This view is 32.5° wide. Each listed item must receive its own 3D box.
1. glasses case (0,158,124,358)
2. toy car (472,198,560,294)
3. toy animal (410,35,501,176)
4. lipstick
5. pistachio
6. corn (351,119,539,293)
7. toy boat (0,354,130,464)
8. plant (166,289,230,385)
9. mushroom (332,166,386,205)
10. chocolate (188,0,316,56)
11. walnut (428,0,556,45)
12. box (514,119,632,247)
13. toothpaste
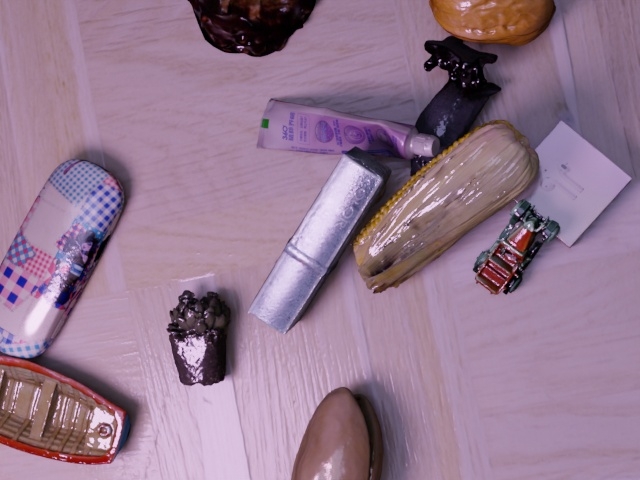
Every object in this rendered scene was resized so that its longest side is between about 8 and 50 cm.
[{"bbox_3d":[-0.419,0.028,1.708,0.125,0.076,0.327,29,92,11],"label":"glasses case"},{"bbox_3d":[0.273,0.012,1.552,0.073,0.054,0.143,38,126,10],"label":"toy car"},{"bbox_3d":[0.192,-0.186,1.608,0.121,0.117,0.210,38,120,47],"label":"toy animal"},{"bbox_3d":[0.000,0.000,1.581,0.077,0.076,0.289,35,112,6],"label":"lipstick"},{"bbox_3d":[0.023,0.324,1.577,0.136,0.136,0.225,11,83,12],"label":"pistachio"},{"bbox_3d":[0.171,-0.044,1.539,0.122,0.123,0.305,42,117,-11],"label":"corn"},{"bbox_3d":[-0.481,0.245,1.706,0.392,0.079,0.136,16,92,11],"label":"toy boat"},{"bbox_3d":[-0.183,0.146,1.649,0.094,0.092,0.143,0,92,20],"label":"plant"},{"bbox_3d":[0.055,-0.085,1.622,0.084,0.067,0.083,-2,74,7],"label":"mushroom"},{"bbox_3d":[-0.117,-0.398,1.625,0.206,0.177,0.224,-19,84,10],"label":"chocolate"},{"bbox_3d":[0.242,-0.347,1.561,0.180,0.144,0.144,4,87,16],"label":"walnut"},{"bbox_3d":[0.350,-0.080,1.568,0.129,0.051,0.130,42,95,11],"label":"box"},{"bbox_3d":[0.035,-0.156,1.612,0.301,0.048,0.075,12,116,31],"label":"toothpaste"}]
